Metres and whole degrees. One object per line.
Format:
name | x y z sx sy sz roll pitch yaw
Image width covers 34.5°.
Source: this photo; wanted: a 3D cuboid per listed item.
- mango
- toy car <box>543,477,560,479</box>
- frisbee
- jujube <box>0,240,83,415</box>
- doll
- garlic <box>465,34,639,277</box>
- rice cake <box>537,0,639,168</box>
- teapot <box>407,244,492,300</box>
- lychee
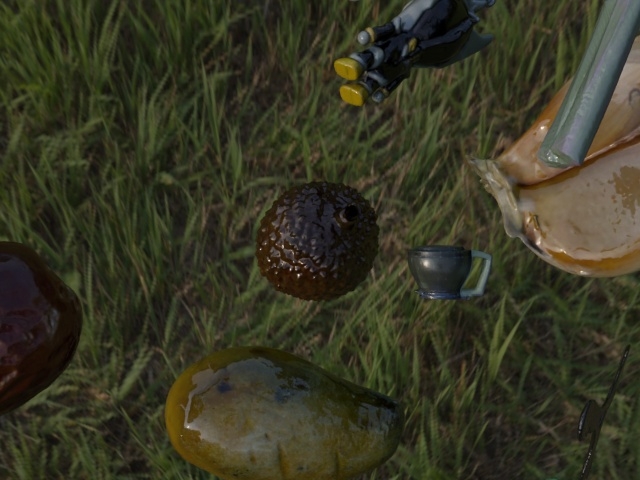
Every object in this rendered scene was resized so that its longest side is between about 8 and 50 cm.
mango | -0.050 0.251 1.423 0.330 0.176 0.175 18 39 -23
toy car | 0.095 0.307 0.511 0.177 0.213 0.358 -18 26 7
frisbee | 0.361 0.248 1.357 0.012 0.187 0.211 19 25 25
jujube | -0.392 0.120 1.153 0.190 0.190 0.255 35 67 12
doll | 0.160 -0.317 1.630 0.316 0.103 0.145 -36 111 -22
garlic | 0.385 -0.113 1.422 0.313 0.249 0.286 -35 37 21
rice cake | 0.324 -0.188 1.218 0.042 0.080 0.221 23 92 -12
teapot | 0.134 0.034 1.071 0.088 0.066 0.057 0 94 -2
lychee | 0.000 0.000 1.550 0.200 0.238 0.200 11 67 -26
